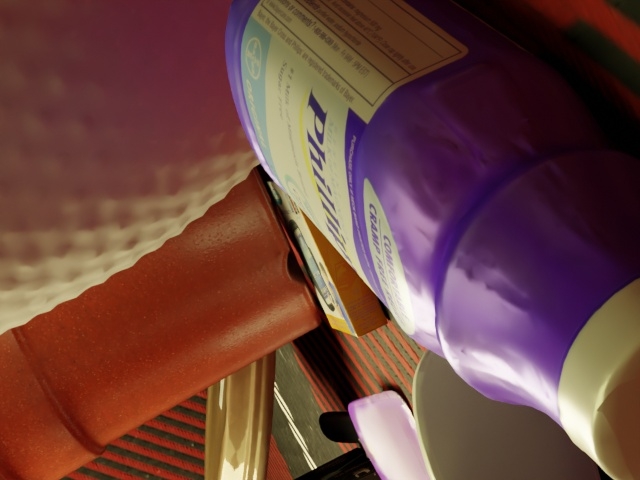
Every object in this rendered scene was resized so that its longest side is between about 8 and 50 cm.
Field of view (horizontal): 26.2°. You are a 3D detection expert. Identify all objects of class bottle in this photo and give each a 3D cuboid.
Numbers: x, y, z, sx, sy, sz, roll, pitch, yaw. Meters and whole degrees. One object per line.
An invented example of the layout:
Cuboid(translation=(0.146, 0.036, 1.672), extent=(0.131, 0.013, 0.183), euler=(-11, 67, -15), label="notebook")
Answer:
Cuboid(translation=(0.052, -0.018, 0.508), extent=(0.283, 0.092, 0.118), euler=(50, 161, 52), label="bottle")

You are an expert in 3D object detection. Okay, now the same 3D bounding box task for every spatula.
Cuboid(translation=(0.037, 0.163, 1.149), extent=(0.084, 0.030, 0.296), euler=(64, 169, -1), label="spatula")

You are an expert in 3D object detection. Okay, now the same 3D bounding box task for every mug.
Cuboid(translation=(-0.193, -0.138, 0.769), extent=(0.276, 0.328, 0.374), euler=(48, 160, 55), label="mug")

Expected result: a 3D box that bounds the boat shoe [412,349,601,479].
Cuboid(translation=(0.107, 0.146, 0.660), extent=(0.219, 0.077, 0.070), euler=(61, 168, 9), label="boat shoe")

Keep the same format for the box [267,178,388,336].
Cuboid(translation=(0.000, 0.000, 0.971), extent=(0.136, 0.028, 0.081), euler=(64, 170, -6), label="box")

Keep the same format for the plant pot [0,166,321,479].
Cuboid(translation=(-0.157, 0.026, 1.067), extent=(0.272, 0.265, 0.272), euler=(155, 90, -89), label="plant pot")

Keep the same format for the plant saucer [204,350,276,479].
Cuboid(translation=(-0.077, 0.139, 1.278), extent=(0.278, 0.041, 0.278), euler=(-175, 90, -81), label="plant saucer")

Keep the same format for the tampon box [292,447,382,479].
Cuboid(translation=(0.018, 0.260, 1.222), extent=(0.101, 0.120, 0.161), euler=(65, 170, 0), label="tampon box")
